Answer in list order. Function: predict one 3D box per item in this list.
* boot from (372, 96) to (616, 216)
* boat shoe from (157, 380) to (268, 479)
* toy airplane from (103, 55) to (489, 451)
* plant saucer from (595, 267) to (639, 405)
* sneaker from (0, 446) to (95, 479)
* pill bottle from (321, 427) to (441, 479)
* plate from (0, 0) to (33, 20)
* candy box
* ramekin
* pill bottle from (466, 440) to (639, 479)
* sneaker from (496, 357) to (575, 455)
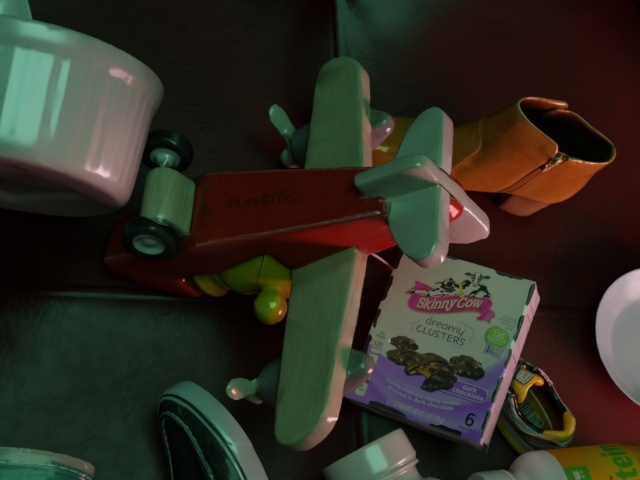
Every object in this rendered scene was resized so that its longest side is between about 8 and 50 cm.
[{"bbox_3d":[0.188,-0.124,1.627,0.295,0.211,0.104,18,65,-10],"label":"boot"},{"bbox_3d":[-0.112,0.301,1.427,0.105,0.113,0.306,-22,87,-38],"label":"boat shoe"},{"bbox_3d":[0.000,0.000,1.490,0.386,0.272,0.384,-41,54,-13],"label":"toy airplane"},{"bbox_3d":[0.427,0.130,1.704,0.195,0.037,0.195,6,69,-16],"label":"plant saucer"},{"bbox_3d":[-0.380,0.275,1.360,0.302,0.108,0.121,0,71,-9],"label":"sneaker"},{"bbox_3d":[0.098,0.329,1.472,0.131,0.131,0.229,-24,79,-24],"label":"pill bottle"},{"bbox_3d":[-0.443,-0.153,1.521,0.278,0.045,0.277,-12,78,-24],"label":"plate"},{"bbox_3d":[0.141,0.120,1.543,0.165,0.070,0.196,17,77,18],"label":"candy box"},{"bbox_3d":[-0.309,-0.119,1.392,0.277,0.277,0.135,12,77,-13],"label":"ramekin"},{"bbox_3d":[0.293,0.305,1.540,0.246,0.136,0.136,-2,71,-18],"label":"pill bottle"},{"bbox_3d":[0.221,0.157,1.597,0.225,0.093,0.088,46,65,5],"label":"sneaker"}]
